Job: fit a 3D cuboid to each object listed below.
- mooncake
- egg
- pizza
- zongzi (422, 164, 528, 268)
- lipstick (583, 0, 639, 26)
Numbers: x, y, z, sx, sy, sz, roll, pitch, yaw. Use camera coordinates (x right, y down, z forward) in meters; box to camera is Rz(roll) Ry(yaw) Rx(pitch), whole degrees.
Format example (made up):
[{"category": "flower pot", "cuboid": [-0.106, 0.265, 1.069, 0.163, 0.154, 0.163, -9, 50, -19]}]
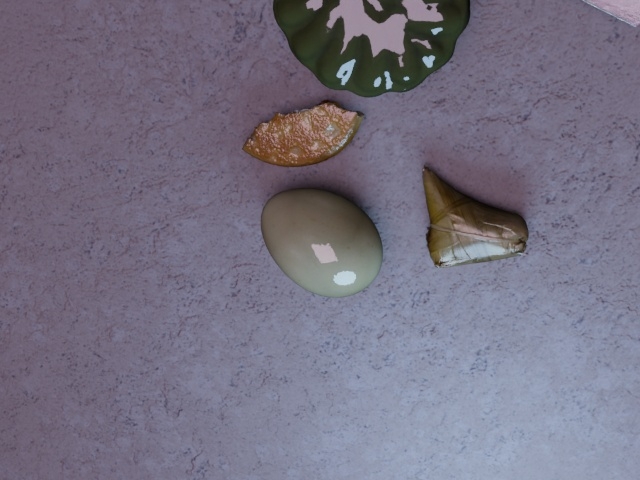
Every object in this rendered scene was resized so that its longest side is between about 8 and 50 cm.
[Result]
[{"category": "mooncake", "cuboid": [0.084, -0.416, 1.550, 0.351, 0.187, 0.351, 4, 112, 9]}, {"category": "egg", "cuboid": [0.000, 0.000, 1.721, 0.253, 0.188, 0.189, 33, 114, 4]}, {"category": "pizza", "cuboid": [-0.031, -0.202, 1.723, 0.246, 0.058, 0.127, -25, 104, 22]}, {"category": "zongzi", "cuboid": [0.285, -0.053, 1.694, 0.194, 0.099, 0.197, -6, 102, 15]}, {"category": "lipstick", "cuboid": [0.405, -0.461, 1.522, 0.317, 0.068, 0.066, 28, 113, 2]}]
